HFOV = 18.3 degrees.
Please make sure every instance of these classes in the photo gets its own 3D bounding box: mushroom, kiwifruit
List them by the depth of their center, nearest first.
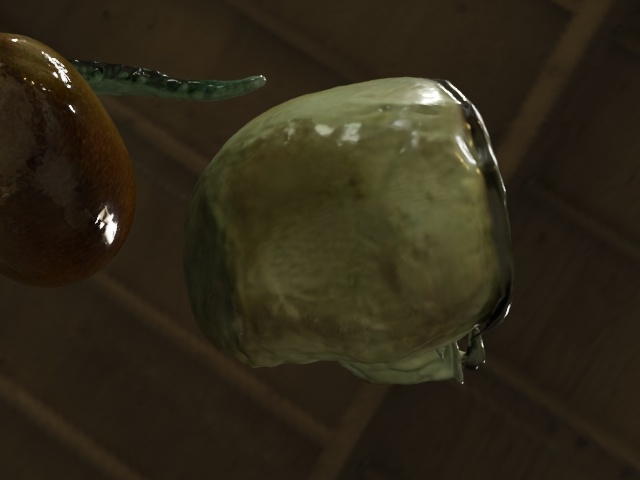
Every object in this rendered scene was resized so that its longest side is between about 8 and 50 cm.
[{"bbox_3d":[-0.112,-0.028,0.766,0.075,0.124,0.075,-6,-123,9],"label":"kiwifruit"},{"bbox_3d":[0.001,-0.007,1.275,0.164,0.267,0.189,-9,-73,-19],"label":"mushroom"}]

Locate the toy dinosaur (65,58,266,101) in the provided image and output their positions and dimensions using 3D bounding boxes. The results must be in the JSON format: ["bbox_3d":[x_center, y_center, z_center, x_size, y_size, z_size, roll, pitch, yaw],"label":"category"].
[{"bbox_3d":[-0.216,-0.036,1.041,0.383,0.076,0.129,-1,-61,1],"label":"toy dinosaur"}]
